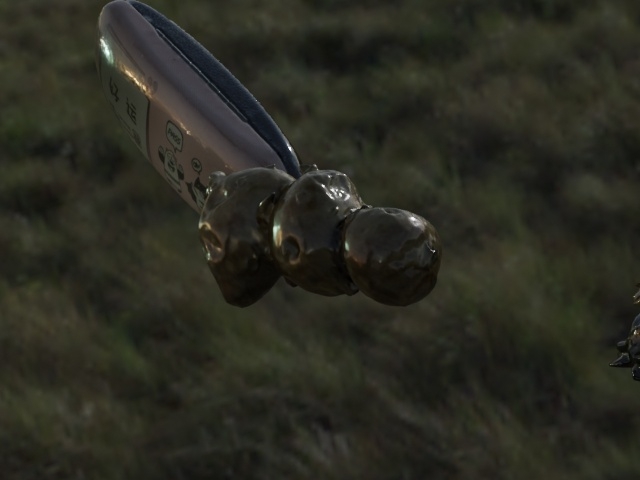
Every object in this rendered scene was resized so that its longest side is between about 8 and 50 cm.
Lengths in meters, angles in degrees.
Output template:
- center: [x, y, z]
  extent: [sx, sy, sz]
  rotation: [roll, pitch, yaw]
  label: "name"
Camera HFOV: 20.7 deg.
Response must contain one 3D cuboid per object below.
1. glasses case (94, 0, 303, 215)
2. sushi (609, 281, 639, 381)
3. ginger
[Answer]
- center: [-0.108, -0.099, 1.538]
  extent: [0.075, 0.122, 0.314]
  rotation: [-21, 50, -29]
  label: "glasses case"
- center: [0.340, 0.085, 1.297]
  extent: [0.239, 0.218, 0.225]
  rotation: [-18, 46, 19]
  label: "sushi"
- center: [0.000, 0.000, 1.208]
  extent: [0.204, 0.104, 0.080]
  rotation: [4, -4, 41]
  label: "ginger"
